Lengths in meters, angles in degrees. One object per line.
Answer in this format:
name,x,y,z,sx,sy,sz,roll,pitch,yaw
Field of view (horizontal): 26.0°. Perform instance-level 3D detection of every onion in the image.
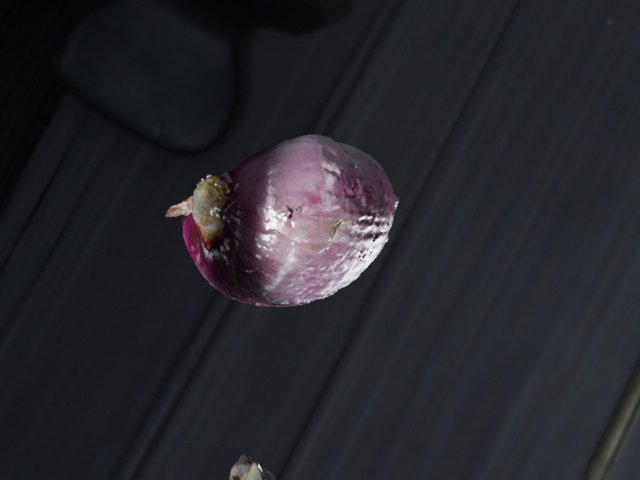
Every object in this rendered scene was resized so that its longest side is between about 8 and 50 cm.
onion,0.000,0.000,1.791,0.349,0.159,0.267,4,152,-40

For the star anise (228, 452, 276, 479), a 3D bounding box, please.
star anise,-0.065,0.358,1.648,0.073,0.212,0.197,-13,173,-17
